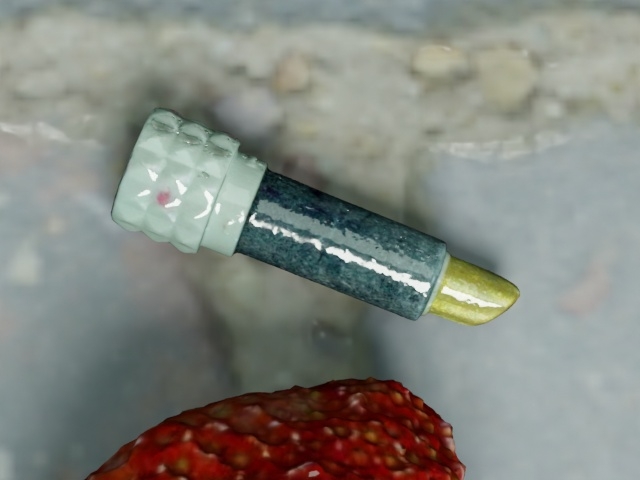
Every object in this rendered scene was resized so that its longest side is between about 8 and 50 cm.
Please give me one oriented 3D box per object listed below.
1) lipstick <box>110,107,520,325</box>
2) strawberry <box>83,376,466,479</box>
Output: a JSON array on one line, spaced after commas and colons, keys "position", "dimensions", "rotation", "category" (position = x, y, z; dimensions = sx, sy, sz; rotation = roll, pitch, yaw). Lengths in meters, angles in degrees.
[{"position": [0.000, 0.000, 0.529], "dimensions": [0.116, 0.037, 0.037], "rotation": [23, 71, -3], "category": "lipstick"}, {"position": [-0.015, 0.106, 0.452], "dimensions": [0.131, 0.131, 0.148], "rotation": [3, 41, -3], "category": "strawberry"}]
